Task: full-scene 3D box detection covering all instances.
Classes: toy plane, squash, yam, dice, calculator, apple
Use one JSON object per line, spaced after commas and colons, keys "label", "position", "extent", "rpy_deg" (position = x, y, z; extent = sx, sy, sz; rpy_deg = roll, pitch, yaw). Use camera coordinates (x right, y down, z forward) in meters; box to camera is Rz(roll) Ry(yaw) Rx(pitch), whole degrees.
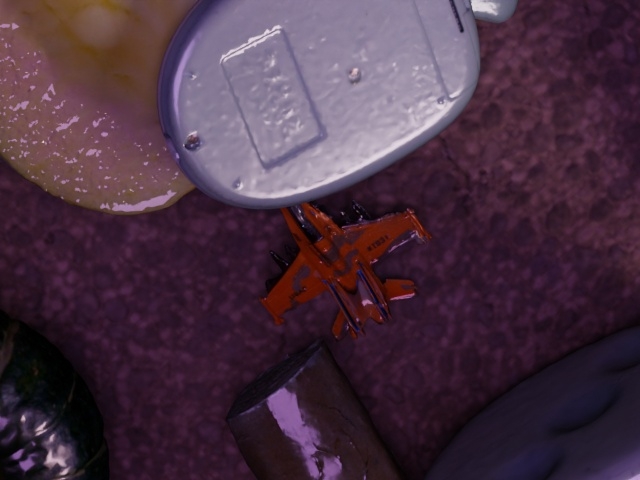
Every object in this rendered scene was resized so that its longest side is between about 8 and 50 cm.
{"label": "toy plane", "position": [-0.002, -0.006, 1.342], "extent": [0.135, 0.062, 0.188], "rpy_deg": [-32, 114, 8]}
{"label": "squash", "position": [-0.279, 0.164, 1.321], "extent": [0.252, 0.165, 0.252], "rpy_deg": [0, 99, -2]}
{"label": "yam", "position": [0.026, 0.205, 1.377], "extent": [0.106, 0.106, 0.259], "rpy_deg": [-30, 100, 4]}
{"label": "dice", "position": [0.245, 0.226, 1.305], "extent": [0.268, 0.262, 0.264], "rpy_deg": [-29, 101, 5]}
{"label": "calculator", "position": [0.020, -0.133, 1.274], "extent": [0.295, 0.042, 0.184], "rpy_deg": [-32, 115, -20]}
{"label": "apple", "position": [-0.167, -0.145, 1.273], "extent": [0.193, 0.120, 0.265], "rpy_deg": [-34, 116, 3]}
